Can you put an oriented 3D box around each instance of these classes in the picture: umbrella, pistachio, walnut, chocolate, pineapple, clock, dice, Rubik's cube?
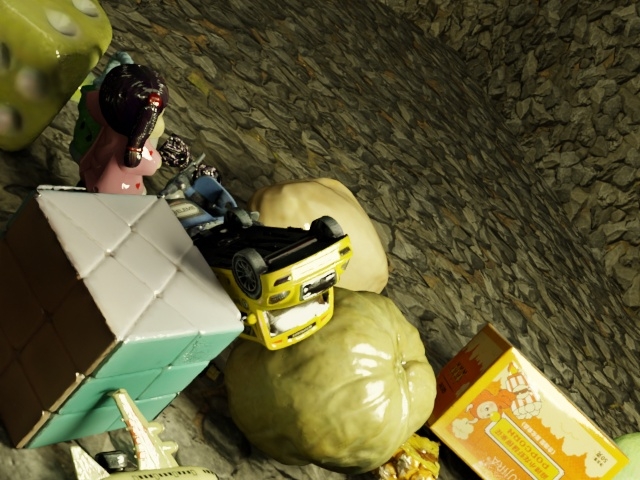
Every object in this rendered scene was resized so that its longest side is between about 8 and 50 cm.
[{"bbox_3d":[-0.208,0.158,1.369,0.144,0.040,0.037,36,34,-9],"label":"umbrella"},{"bbox_3d":[0.000,0.000,1.764,0.318,0.214,0.193,41,-18,-24],"label":"pistachio"},{"bbox_3d":[0.017,0.201,1.363,0.282,0.277,0.253,-42,112,-39],"label":"walnut"},{"bbox_3d":[-0.239,-0.129,1.742,0.147,0.072,0.070,47,-17,-13],"label":"chocolate"},{"bbox_3d":[0.118,0.337,1.482,0.135,0.079,0.233,23,-2,9],"label":"pineapple"},{"bbox_3d":[-0.294,-0.176,1.375,0.100,0.195,0.194,2,37,-35],"label":"clock"},{"bbox_3d":[-0.478,-0.301,1.446,0.238,0.227,0.233,37,28,-20],"label":"dice"},{"bbox_3d":[-0.273,0.090,1.156,0.231,0.224,0.221,0,50,-56],"label":"Rubik's cube"}]

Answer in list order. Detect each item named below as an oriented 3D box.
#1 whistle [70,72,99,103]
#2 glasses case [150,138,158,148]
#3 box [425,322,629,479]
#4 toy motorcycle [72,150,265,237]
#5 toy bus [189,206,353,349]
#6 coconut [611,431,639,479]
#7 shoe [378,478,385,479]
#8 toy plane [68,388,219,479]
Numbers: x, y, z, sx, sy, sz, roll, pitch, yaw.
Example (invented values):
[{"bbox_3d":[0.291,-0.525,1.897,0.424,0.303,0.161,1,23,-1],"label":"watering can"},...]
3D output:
[{"bbox_3d":[-0.416,-0.272,1.703,0.198,0.057,0.104,24,26,-51],"label":"whistle"},{"bbox_3d":[-0.331,-0.178,1.681,0.074,0.049,0.193,34,28,-22],"label":"glasses case"},{"bbox_3d":[0.344,0.330,1.674,0.283,0.214,0.259,43,5,-2],"label":"box"},{"bbox_3d":[-0.228,-0.034,1.529,0.212,0.125,0.358,48,28,16],"label":"toy motorcycle"},{"bbox_3d":[-0.088,0.051,1.267,0.145,0.331,0.151,-24,107,-31],"label":"toy bus"},{"bbox_3d":[0.602,0.527,1.745,0.328,0.328,0.281,30,2,-29],"label":"coconut"},{"bbox_3d":[0.129,0.426,1.280,0.351,0.198,0.171,11,43,-48],"label":"shoe"},{"bbox_3d":[-0.205,0.288,1.094,0.244,0.092,0.229,19,66,-63],"label":"toy plane"}]
